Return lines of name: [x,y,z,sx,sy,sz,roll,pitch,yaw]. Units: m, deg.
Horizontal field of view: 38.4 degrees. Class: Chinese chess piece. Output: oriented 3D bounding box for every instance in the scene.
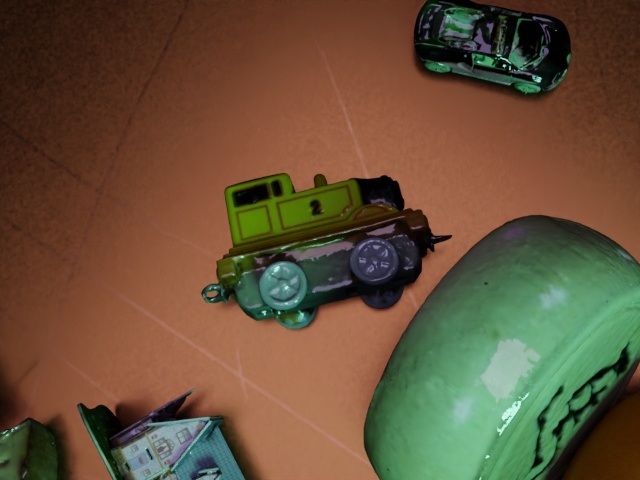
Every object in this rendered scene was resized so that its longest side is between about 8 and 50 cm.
Chinese chess piece: [0.144,0.103,0.682,0.101,0.250,0.250,35,85,31]

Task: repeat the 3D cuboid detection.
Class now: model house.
model house: [-0.114,0.189,0.757,0.088,0.117,0.167,-28,78,-4]

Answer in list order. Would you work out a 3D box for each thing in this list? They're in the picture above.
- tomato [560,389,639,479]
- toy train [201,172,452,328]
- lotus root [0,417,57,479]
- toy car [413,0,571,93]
tomato: [0.302,0.222,0.679,0.259,0.180,0.260,-1,96,-14]
toy train: [0.000,0.000,0.788,0.219,0.089,0.127,-14,71,3]
lotus root: [-0.314,0.283,0.749,0.260,0.074,0.170,-32,55,-4]
toy car: [0.154,-0.178,0.817,0.142,0.055,0.069,14,87,7]
